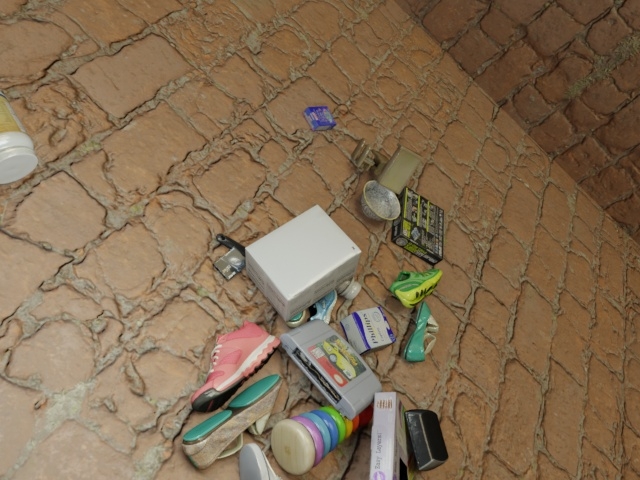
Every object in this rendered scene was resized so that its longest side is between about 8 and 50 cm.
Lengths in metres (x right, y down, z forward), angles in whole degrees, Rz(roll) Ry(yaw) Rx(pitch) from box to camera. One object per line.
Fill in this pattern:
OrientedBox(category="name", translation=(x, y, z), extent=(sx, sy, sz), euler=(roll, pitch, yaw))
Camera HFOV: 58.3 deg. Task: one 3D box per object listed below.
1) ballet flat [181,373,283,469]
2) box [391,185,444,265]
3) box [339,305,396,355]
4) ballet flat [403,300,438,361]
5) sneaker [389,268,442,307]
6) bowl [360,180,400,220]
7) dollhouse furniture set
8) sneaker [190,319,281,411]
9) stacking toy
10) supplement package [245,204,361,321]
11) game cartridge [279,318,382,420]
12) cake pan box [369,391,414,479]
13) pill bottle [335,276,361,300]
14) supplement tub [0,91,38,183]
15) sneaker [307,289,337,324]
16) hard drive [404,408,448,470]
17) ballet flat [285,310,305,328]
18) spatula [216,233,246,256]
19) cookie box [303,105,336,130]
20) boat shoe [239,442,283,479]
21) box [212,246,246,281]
OrientedBox(category="ballet flat", translation=(-0.201, 0.449, 1.413), extent=(0.316, 0.108, 0.106), euler=(-28, 100, -41))
OrientedBox(category="box", translation=(0.386, -0.060, 2.248), extent=(0.216, 0.060, 0.270), euler=(28, 47, -20))
OrientedBox(category="box", translation=(0.151, 0.287, 1.810), extent=(0.137, 0.072, 0.126), euler=(-7, 65, -41))
OrientedBox(category="ballet flat", translation=(0.352, 0.313, 1.937), extent=(0.087, 0.083, 0.247), euler=(11, 46, 18))
OrientedBox(category="sneaker", translation=(0.341, 0.142, 2.026), extent=(0.123, 0.109, 0.295), euler=(37, 26, 21))
OrientedBox(category="bowl", translation=(0.207, -0.132, 2.138), extent=(0.170, 0.080, 0.170), euler=(21, 50, -27))
OrientedBox(category="dollhouse furniture set", translation=(0.269, -0.308, 2.190), extent=(0.212, 0.161, 0.242), euler=(24, 21, -24))
OrientedBox(category="sneaker", translation=(-0.241, 0.316, 1.471), extent=(0.136, 0.116, 0.314), euler=(41, 38, 10))
OrientedBox(category="stacking toy", translation=(0.028, 0.500, 1.535), extent=(0.330, 0.141, 0.141), euler=(-8, 67, -48))
OrientedBox(category="supplement package", translation=(-0.053, 0.062, 1.643), extent=(0.262, 0.145, 0.204), euler=(-32, 66, -24))
OrientedBox(category="game cartridge", translation=(0.037, 0.347, 1.603), extent=(0.294, 0.060, 0.196), euler=(45, 24, 17))
OrientedBox(category="cake pan box", translation=(0.199, 0.582, 1.556), extent=(0.245, 0.070, 0.266), euler=(59, 30, -44))
OrientedBox(category="pill bottle", translation=(0.059, 0.128, 1.841), extent=(0.137, 0.078, 0.078), euler=(38, 44, -12))
OrientedBox(category="supplement tub", translation=(-0.787, -0.251, 1.376), extent=(0.144, 0.144, 0.199), euler=(-26, 79, -46))
OrientedBox(category="sneaker", translation=(0.002, 0.198, 1.760), extent=(0.073, 0.063, 0.162), euler=(31, 46, -14))
OrientedBox(category="hard drive", translation=(0.313, 0.573, 1.662), extent=(0.255, 0.054, 0.172), euler=(38, 36, -62))
OrientedBox(category="ballet flat", translation=(-0.071, 0.153, 1.724), extent=(0.086, 0.086, 0.248), euler=(23, 54, -25))
OrientedBox(category="spatula", translation=(-0.185, 0.053, 1.731), extent=(0.296, 0.030, 0.084), euler=(27, 57, -21))
OrientedBox(category="cookie box", translation=(-0.003, -0.477, 2.237), extent=(0.107, 0.040, 0.091), euler=(-15, 72, -44))
OrientedBox(category="boat shoe", translation=(-0.122, 0.607, 1.367), extent=(0.084, 0.095, 0.258), euler=(-5, 76, -46))
OrientedBox(category="box", translation=(-0.258, 0.067, 1.654), extent=(0.083, 0.018, 0.067), euler=(-41, 90, -29))
